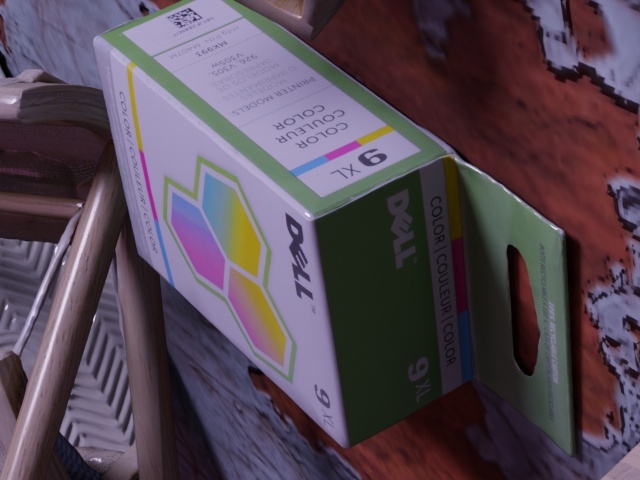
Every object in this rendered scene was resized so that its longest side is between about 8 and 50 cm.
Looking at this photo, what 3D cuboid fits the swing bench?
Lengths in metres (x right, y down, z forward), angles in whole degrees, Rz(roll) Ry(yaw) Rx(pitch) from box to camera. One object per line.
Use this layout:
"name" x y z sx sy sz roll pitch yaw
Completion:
"swing bench" -0.193 0.045 0.811 0.253 0.165 0.254 7 92 33

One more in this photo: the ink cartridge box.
"ink cartridge box" 0.000 0.000 0.616 0.209 0.062 0.109 40 149 43

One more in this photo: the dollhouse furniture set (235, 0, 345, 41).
"dollhouse furniture set" -0.030 -0.178 0.485 0.161 0.101 0.182 30 149 11

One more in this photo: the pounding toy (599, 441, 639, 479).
"pounding toy" 0.157 0.173 0.448 0.181 0.094 0.206 26 148 49

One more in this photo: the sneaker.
"sneaker" -0.200 0.024 1.011 0.350 0.131 0.148 69 158 10
